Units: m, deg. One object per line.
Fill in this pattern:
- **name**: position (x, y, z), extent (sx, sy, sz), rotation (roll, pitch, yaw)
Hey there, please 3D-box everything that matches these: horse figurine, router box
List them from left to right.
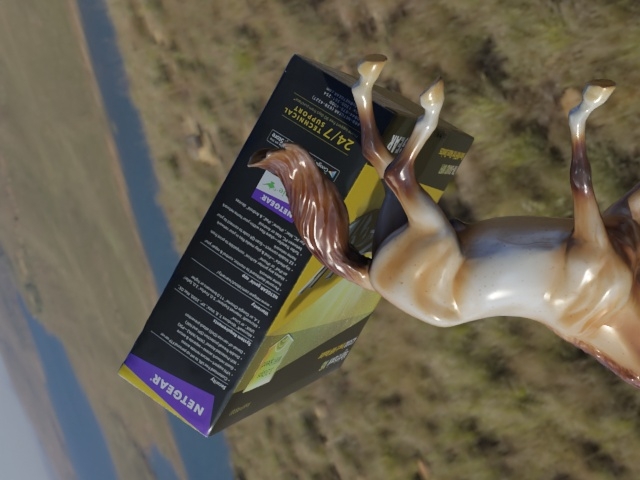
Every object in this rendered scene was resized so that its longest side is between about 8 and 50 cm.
- **router box**: position (0.000, 0.000, 0.833), extent (0.081, 0.243, 0.309), rotation (33, -168, 13)
- **horse figurine**: position (0.097, -0.007, 0.594), extent (0.066, 0.263, 0.174), rotation (-64, -24, -63)
